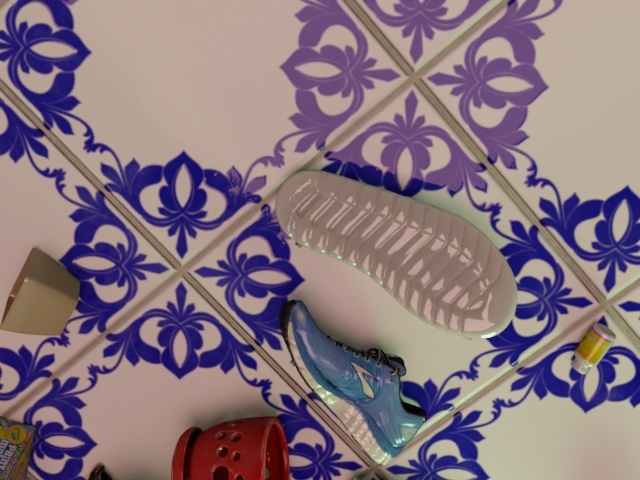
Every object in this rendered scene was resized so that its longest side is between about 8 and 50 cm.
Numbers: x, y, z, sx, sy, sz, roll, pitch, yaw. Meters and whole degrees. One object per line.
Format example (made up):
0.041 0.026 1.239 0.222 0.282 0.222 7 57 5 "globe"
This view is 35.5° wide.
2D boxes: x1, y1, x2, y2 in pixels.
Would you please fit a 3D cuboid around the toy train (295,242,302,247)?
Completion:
0.000 0.000 1.632 0.083 0.017 0.023 0 100 3 "toy train"

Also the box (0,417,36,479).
-0.680 0.456 1.756 0.279 0.177 0.290 14 111 -3 "box"

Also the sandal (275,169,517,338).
0.128 0.005 1.591 0.416 0.102 0.169 31 94 4 "sandal"

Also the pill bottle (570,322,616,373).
0.452 0.181 1.662 0.043 0.043 0.083 28 109 -8 "pill bottle"

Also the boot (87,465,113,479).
-0.421 0.565 1.787 0.229 0.091 0.263 -32 74 15 "boot"

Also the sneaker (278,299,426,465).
0.056 0.214 1.670 0.147 0.130 0.330 -40 108 1 "sneaker"

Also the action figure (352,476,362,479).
0.141 0.519 1.796 0.232 0.063 0.137 23 108 -1 "action figure"

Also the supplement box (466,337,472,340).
0.221 0.115 1.653 0.098 0.036 0.062 25 110 -7 "supplement box"

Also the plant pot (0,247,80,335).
-0.456 0.095 1.649 0.096 0.109 0.109 25 110 -19 "plant pot"

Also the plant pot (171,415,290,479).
-0.154 0.397 1.700 0.174 0.191 0.191 -3 111 9 "plant pot"
